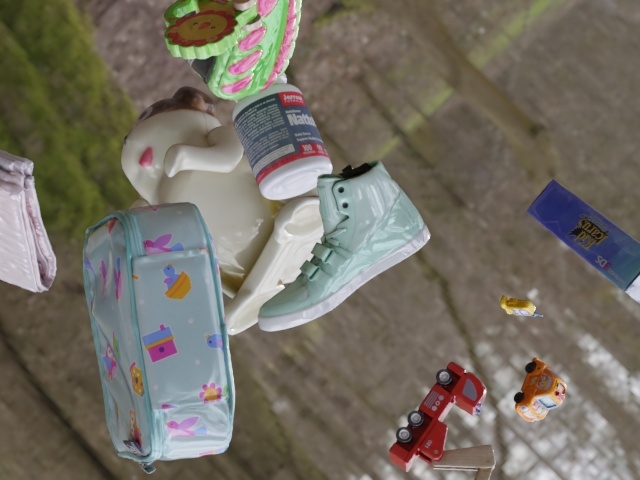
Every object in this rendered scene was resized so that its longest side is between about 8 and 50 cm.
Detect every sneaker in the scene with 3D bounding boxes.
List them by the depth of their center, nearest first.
[{"bbox_3d":[-0.104,-0.418,1.892,0.185,0.202,0.482,-20,135,-53],"label":"sneaker"},{"bbox_3d":[0.000,0.000,1.896,0.256,0.151,0.094,-34,-164,-11],"label":"sneaker"}]

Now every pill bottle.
[{"bbox_3d":[-0.063,-0.158,2.065,0.108,0.180,0.108,-20,163,-6],"label":"pill bottle"}]

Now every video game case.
[{"bbox_3d":[0.409,0.050,1.843,0.061,0.244,0.269,-52,-152,7],"label":"video game case"}]

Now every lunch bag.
[{"bbox_3d":[-0.181,0.106,1.583,0.108,0.279,0.224,-6,177,-24],"label":"lunch bag"}]

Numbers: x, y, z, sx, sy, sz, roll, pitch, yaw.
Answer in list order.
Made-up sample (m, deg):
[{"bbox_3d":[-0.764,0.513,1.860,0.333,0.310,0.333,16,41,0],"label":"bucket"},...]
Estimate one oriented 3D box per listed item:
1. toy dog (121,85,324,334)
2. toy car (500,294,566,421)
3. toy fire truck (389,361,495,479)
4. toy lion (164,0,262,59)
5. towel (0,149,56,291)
[{"bbox_3d":[-0.172,-0.099,2.608,0.395,0.408,0.284,-28,151,-53],"label":"toy dog"},{"bbox_3d":[0.192,0.112,1.350,0.040,0.122,0.060,5,-135,43],"label":"toy car"},{"bbox_3d":[0.157,0.253,1.751,0.192,0.135,0.047,-53,165,-16],"label":"toy fire truck"},{"bbox_3d":[-0.111,-0.205,1.395,0.096,0.100,0.034,-39,134,-29],"label":"toy lion"},{"bbox_3d":[-0.423,-0.067,1.455,0.317,0.332,0.053,111,3,-69],"label":"towel"}]
